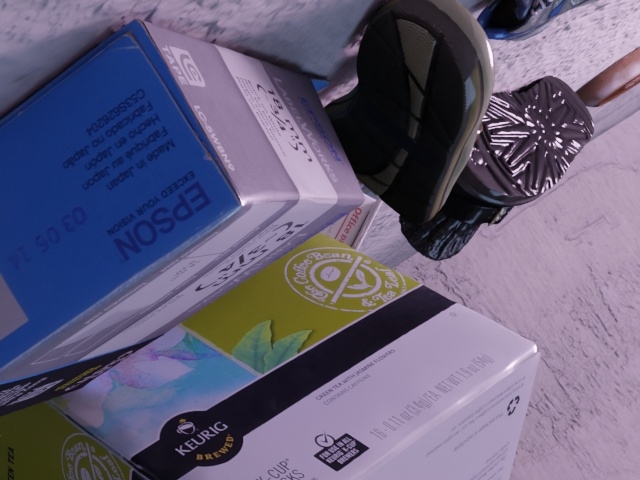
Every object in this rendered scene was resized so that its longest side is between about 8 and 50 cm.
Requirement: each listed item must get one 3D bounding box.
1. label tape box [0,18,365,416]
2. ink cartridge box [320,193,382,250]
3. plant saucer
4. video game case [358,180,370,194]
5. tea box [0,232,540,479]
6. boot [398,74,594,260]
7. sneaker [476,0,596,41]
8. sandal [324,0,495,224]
[{"bbox_3d":[-0.105,-0.003,0.696,0.241,0.105,0.334,-33,173,15],"label":"label tape box"},{"bbox_3d":[0.000,0.000,1.250,0.104,0.060,0.180,-62,-174,-23],"label":"ink cartridge box"},{"bbox_3d":[0.496,-0.268,1.871,0.199,0.036,0.198,-31,173,-4],"label":"plant saucer"},{"bbox_3d":[0.045,-0.060,1.406,0.122,0.011,0.087,-33,173,10],"label":"video game case"},{"bbox_3d":[-0.064,0.159,0.909,0.329,0.324,0.219,-27,133,-45],"label":"tea box"},{"bbox_3d":[0.181,-0.068,1.453,0.260,0.131,0.348,-36,173,35],"label":"boot"},{"bbox_3d":[0.167,-0.185,0.859,0.058,0.052,0.135,-21,168,-40],"label":"sneaker"},{"bbox_3d":[0.074,-0.095,0.842,0.086,0.120,0.303,-46,178,-19],"label":"sandal"}]
